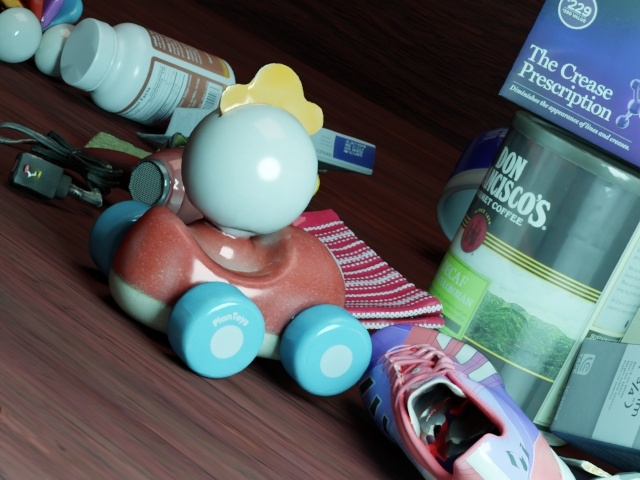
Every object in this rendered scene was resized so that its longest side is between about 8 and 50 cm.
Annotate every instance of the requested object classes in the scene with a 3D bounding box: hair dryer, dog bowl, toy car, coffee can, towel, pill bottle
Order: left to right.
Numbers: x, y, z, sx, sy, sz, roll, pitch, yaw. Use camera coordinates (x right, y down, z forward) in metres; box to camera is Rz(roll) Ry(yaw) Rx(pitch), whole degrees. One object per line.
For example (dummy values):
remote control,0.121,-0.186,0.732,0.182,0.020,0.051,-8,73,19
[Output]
toy car,-0.390,-0.308,2.457,0.159,0.136,0.182,34,12,40
towel,-0.213,-0.083,2.070,0.110,0.027,0.148,25,11,-6
hair dryer,-0.179,-0.078,1.872,0.293,0.080,0.223,14,14,-16
pill bottle,-0.229,-0.215,2.442,0.216,0.121,0.121,20,12,-37
toy car,-0.050,-0.028,1.548,0.210,0.238,0.219,13,16,-32
towel,-0.018,0.025,1.850,0.199,0.031,0.275,1,20,-25
dog bowl,0.299,-0.035,2.563,0.265,0.104,0.265,22,-27,12
coffee can,0.222,0.037,1.846,0.201,0.275,0.201,25,9,-5

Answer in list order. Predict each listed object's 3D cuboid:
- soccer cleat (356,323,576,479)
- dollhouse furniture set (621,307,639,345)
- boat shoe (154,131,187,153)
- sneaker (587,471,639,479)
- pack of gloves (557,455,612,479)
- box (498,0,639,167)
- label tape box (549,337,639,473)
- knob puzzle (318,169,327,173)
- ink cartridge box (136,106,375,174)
soccer cleat,0.095,0.129,1.464,0.116,0.108,0.318,49,0,-31
dollhouse furniture set,0.453,0.069,2.259,0.198,0.286,0.303,27,21,1
boat shoe,-0.157,-0.089,2.178,0.056,0.049,0.152,21,11,-32
sneaker,0.289,0.262,1.362,0.283,0.107,0.124,13,37,17
pack of gloves,0.262,0.241,1.539,0.195,0.046,0.232,30,-6,-5
box,0.341,-0.169,1.872,0.261,0.184,0.103,28,9,12
label tape box,0.390,0.188,1.634,0.240,0.106,0.333,27,-9,-20
knob puzzle,-0.066,-0.159,2.853,0.213,0.030,0.213,26,9,-5
ink cartridge box,-0.081,-0.129,2.366,0.224,0.045,0.223,5,-5,37
